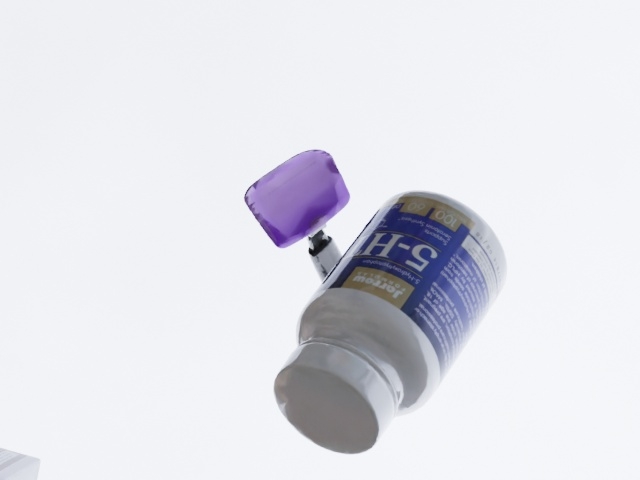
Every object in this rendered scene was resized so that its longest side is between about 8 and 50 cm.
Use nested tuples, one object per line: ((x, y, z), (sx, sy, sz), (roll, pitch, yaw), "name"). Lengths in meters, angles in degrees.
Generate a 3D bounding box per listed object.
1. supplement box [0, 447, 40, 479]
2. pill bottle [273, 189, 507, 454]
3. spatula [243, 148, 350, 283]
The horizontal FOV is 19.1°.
((-0.384, 0.203, 1.684), (0.239, 0.130, 0.073), (16, -86, 7), "supplement box")
((0.047, 0.060, 1.356), (0.112, 0.112, 0.187), (7, -139, 31), "pill bottle")
((0.000, 0.000, 1.703), (0.084, 0.296, 0.030), (-35, -113, -4), "spatula")
